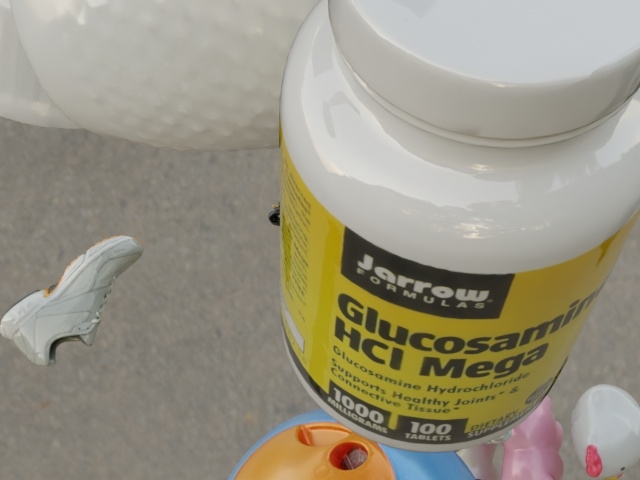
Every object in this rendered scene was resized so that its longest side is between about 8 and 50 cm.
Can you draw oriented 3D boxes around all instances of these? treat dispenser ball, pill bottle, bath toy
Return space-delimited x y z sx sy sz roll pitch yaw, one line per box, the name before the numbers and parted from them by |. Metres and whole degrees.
treat dispenser ball | 0.031 0.310 1.118 0.288 0.288 0.288 -4 56 6
pill bottle | 0.071 -0.030 0.592 0.187 0.334 0.188 1 58 -1
bath toy | 0.254 0.282 1.453 0.348 0.151 0.129 -15 22 34

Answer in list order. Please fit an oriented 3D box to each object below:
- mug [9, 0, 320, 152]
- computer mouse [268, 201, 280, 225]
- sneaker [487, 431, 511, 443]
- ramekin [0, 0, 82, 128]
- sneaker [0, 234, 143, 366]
mug | -0.067 -0.228 0.811 0.327 0.374 0.276 -13 58 14
computer mouse | 0.000 0.000 1.747 0.106 0.193 0.042 -13 49 23
sneaker | 0.185 0.221 1.378 0.098 0.069 0.038 12 73 23
ramekin | -0.278 -0.259 1.193 0.277 0.135 0.277 10 45 -10
sneaker | -0.376 0.103 1.795 0.262 0.099 0.121 -40 78 -14
